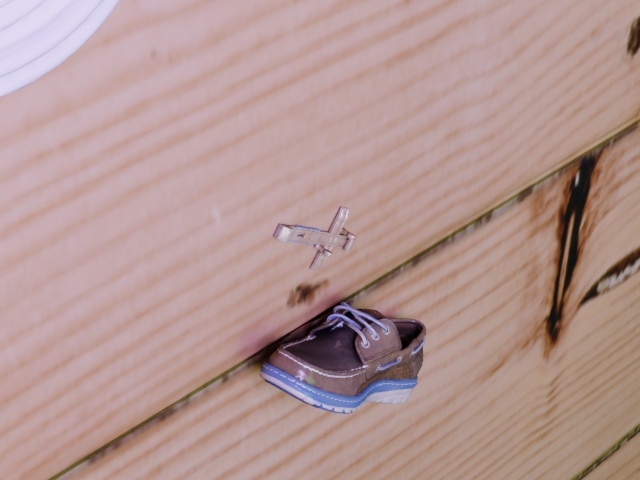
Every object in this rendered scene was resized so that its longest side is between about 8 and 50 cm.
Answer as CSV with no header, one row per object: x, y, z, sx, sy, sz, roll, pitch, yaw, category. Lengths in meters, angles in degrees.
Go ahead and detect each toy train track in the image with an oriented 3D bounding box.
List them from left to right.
0.000,0.000,0.933,0.083,0.014,0.048,9,111,-54,toy train track

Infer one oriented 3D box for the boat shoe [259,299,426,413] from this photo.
0.019,0.077,0.988,0.183,0.066,0.066,4,110,-64,boat shoe

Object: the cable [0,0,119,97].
-0.147,-0.162,0.427,0.257,0.089,0.257,16,87,-51,cable
